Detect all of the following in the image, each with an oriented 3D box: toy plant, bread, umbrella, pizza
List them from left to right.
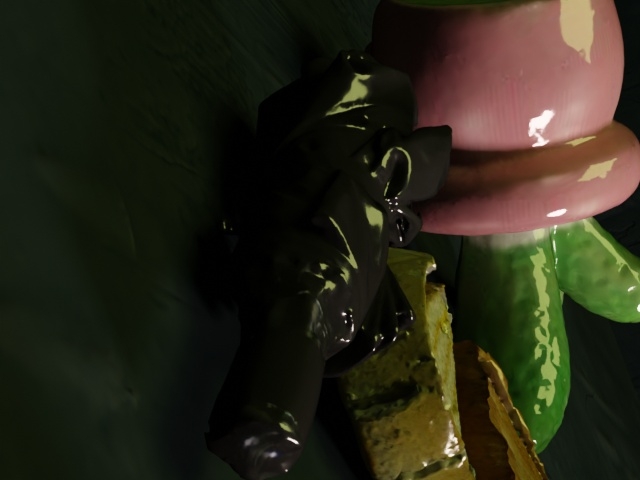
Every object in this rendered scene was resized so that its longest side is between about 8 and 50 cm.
[{"bbox_3d":[0.000,0.000,0.625,0.118,0.118,0.340,62,20,-19],"label":"umbrella"},{"bbox_3d":[0.046,0.073,0.721,0.156,0.064,0.117,-87,165,-62],"label":"bread"},{"bbox_3d":[0.152,-0.039,1.021,0.317,0.211,0.356,-73,150,-70],"label":"toy plant"},{"bbox_3d":[0.128,0.190,0.835,0.287,0.074,0.251,50,21,-59],"label":"pizza"}]
